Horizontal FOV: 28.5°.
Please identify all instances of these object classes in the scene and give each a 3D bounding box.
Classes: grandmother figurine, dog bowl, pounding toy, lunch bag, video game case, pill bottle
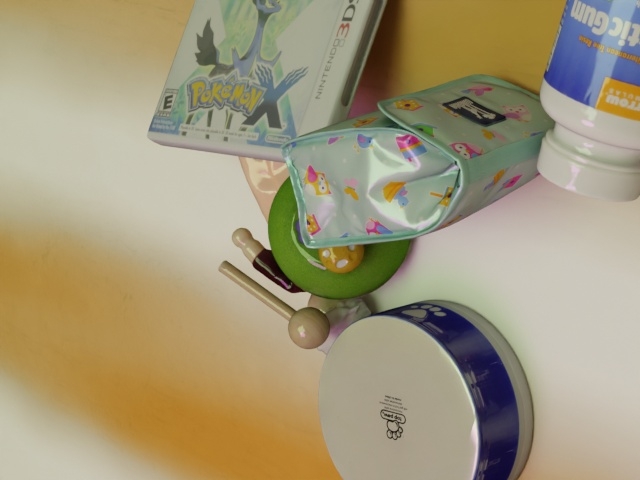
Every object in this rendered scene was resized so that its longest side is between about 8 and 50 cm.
[{"bbox_3d":[-0.015,-0.014,1.650,0.207,0.104,0.342,-21,84,35],"label":"grandmother figurine"},{"bbox_3d":[0.123,0.210,1.542,0.265,0.104,0.265,10,104,44],"label":"dog bowl"},{"bbox_3d":[0.000,0.000,1.540,0.183,0.110,0.237,41,92,9],"label":"pounding toy"},{"bbox_3d":[0.124,-0.090,1.402,0.262,0.223,0.160,-10,97,46],"label":"lunch bag"},{"bbox_3d":[-0.065,-0.251,1.613,0.329,0.036,0.300,11,79,44],"label":"video game case"},{"bbox_3d":[0.307,-0.182,1.252,0.152,0.152,0.272,32,118,37],"label":"pill bottle"}]
